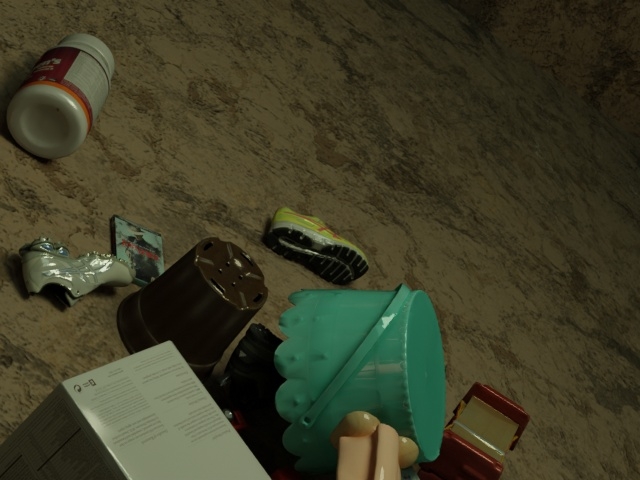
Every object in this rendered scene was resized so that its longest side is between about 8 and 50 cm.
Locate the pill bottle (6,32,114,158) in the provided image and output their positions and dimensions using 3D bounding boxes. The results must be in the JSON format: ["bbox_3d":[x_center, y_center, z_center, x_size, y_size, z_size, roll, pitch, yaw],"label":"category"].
[{"bbox_3d":[-0.392,-0.228,1.818,0.121,0.121,0.221,36,30,-17],"label":"pill bottle"}]

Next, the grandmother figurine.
[{"bbox_3d":[0.058,0.356,1.404,0.207,0.104,0.342,26,32,-18],"label":"grandmother figurine"}]

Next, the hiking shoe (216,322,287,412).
[{"bbox_3d":[-0.082,0.200,1.731,0.086,0.114,0.227,43,-3,33],"label":"hiking shoe"}]

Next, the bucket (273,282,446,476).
[{"bbox_3d":[0.063,0.192,1.663,0.281,0.183,0.281,-6,90,-73],"label":"bucket"}]

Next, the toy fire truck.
[{"bbox_3d":[-0.124,0.296,1.587,0.192,0.047,0.135,0,54,-52],"label":"toy fire truck"}]

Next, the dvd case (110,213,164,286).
[{"bbox_3d":[-0.273,0.020,1.773,0.087,0.013,0.119,26,34,-32],"label":"dvd case"}]

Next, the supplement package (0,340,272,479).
[{"bbox_3d":[-0.206,0.291,1.329,0.263,0.198,0.199,52,29,12],"label":"supplement package"}]

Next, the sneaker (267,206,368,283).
[{"bbox_3d":[0.000,0.000,2.089,0.208,0.081,0.094,30,31,-26],"label":"sneaker"}]

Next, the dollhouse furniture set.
[{"bbox_3d":[0.129,0.273,1.889,0.374,0.152,0.201,33,27,12],"label":"dollhouse furniture set"}]

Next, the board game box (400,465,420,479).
[{"bbox_3d":[0.031,0.408,1.550,0.275,0.142,0.144,2,52,-52],"label":"board game box"}]

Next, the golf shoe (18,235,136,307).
[{"bbox_3d":[-0.332,0.056,1.620,0.176,0.069,0.086,15,62,-39],"label":"golf shoe"}]

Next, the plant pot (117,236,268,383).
[{"bbox_3d":[-0.170,0.093,1.661,0.167,0.165,0.167,33,32,-24],"label":"plant pot"}]
